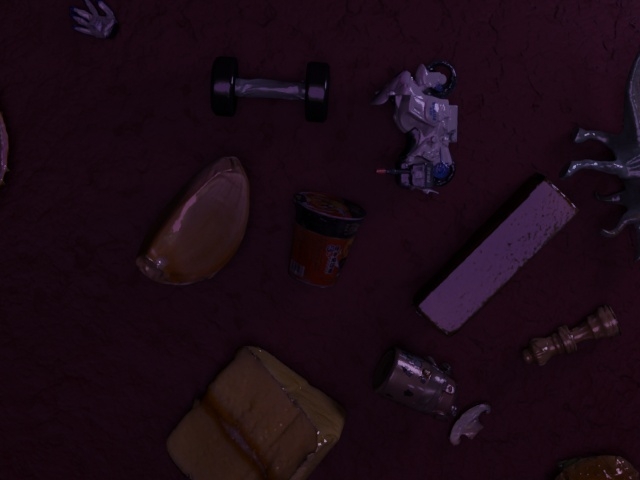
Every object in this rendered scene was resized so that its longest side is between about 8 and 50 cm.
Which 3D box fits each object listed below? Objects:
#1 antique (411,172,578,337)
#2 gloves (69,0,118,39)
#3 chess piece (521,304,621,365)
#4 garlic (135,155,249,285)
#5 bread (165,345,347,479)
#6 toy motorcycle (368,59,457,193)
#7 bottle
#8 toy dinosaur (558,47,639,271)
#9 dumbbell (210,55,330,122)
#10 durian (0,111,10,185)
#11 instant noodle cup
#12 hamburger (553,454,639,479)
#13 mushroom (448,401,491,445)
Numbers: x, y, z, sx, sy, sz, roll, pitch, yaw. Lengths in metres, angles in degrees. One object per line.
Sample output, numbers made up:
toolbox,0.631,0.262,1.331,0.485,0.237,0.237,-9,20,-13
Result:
antique,0.289,0.026,1.713,0.087,0.093,0.310,43,97,-6
gloves,-0.378,-0.372,1.696,0.086,0.026,0.064,21,98,2
chess piece,0.429,0.170,1.756,0.172,0.060,0.060,-24,98,7
garlic,-0.200,-0.033,1.680,0.145,0.164,0.245,36,93,12
bread,-0.127,0.344,1.732,0.236,0.198,0.263,39,100,1
toy motorcycle,0.155,-0.186,1.682,0.150,0.102,0.221,-3,99,-11
bottle,0.175,0.250,1.758,0.152,0.099,0.099,25,99,-10
toy dinosaur,0.505,-0.152,1.683,0.205,0.092,0.393,11,98,-1
dumbbell,-0.082,-0.249,1.673,0.191,0.100,0.100,4,99,0
durian,-0.604,-0.157,1.687,0.186,0.154,0.261,17,94,-24
instant noodle cup,0.002,0.001,1.708,0.127,0.127,0.136,15,107,-1
hamburger,0.464,0.430,1.781,0.176,0.087,0.102,-38,98,9
mushroom,0.263,0.324,1.801,0.049,0.019,0.101,43,100,-5
